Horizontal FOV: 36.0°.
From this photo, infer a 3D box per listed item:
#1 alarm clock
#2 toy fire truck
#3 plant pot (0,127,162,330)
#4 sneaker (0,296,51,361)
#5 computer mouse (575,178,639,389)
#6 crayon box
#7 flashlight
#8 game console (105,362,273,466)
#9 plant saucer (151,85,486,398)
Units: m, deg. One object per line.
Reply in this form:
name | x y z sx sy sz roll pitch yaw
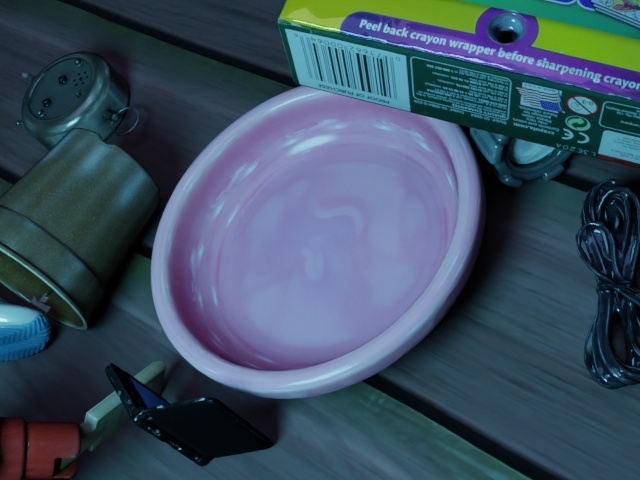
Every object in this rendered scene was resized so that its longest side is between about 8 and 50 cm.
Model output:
alarm clock | -0.290 -0.166 1.202 0.192 0.064 0.129 22 72 32
toy fire truck | -0.271 0.202 0.910 0.246 0.217 0.159 4 52 -19
plant pot | -0.265 -0.019 1.043 0.167 0.167 0.165 18 62 34
sneaker | -0.391 0.077 1.086 0.228 0.087 0.092 1 59 25
computer mouse | 0.341 0.017 0.764 0.272 0.072 0.189 -15 56 34
crayon box | 0.191 -0.244 0.835 0.362 0.106 0.313 16 68 15
flashlight | 0.148 -0.184 0.969 0.103 0.103 0.304 -14 46 -11
game console | -0.117 0.148 0.877 0.071 0.122 0.107 -40 51 -2
plant saucer | 0.000 0.000 0.934 0.332 0.084 0.332 -14 55 20
